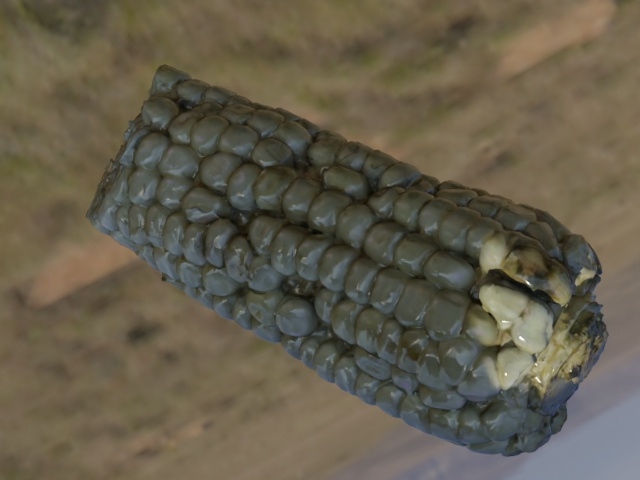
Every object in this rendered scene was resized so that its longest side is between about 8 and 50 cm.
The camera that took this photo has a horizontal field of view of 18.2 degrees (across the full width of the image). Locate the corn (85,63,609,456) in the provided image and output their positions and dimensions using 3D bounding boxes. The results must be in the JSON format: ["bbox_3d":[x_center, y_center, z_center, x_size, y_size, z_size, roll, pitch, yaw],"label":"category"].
[{"bbox_3d":[0.000,0.000,0.692,0.087,0.211,0.087,-48,154,-33],"label":"corn"}]
